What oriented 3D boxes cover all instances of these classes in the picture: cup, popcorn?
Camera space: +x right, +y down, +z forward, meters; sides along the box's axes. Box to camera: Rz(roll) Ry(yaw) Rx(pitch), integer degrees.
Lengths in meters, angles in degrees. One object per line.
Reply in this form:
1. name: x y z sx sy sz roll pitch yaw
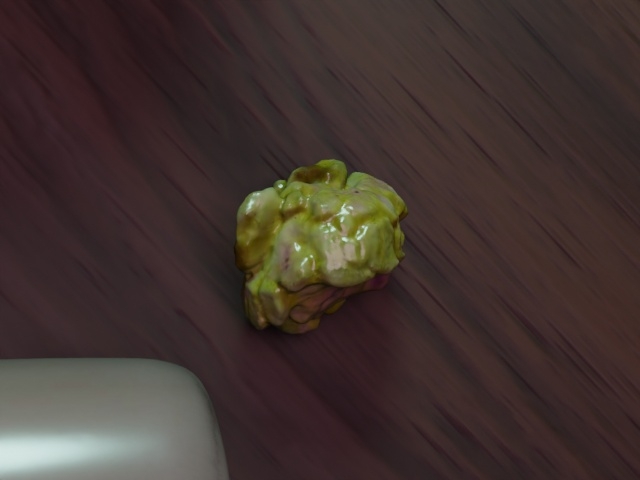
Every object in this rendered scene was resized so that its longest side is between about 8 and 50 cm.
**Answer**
1. cup: -0.153 0.182 0.778 0.200 0.191 0.252 -3 112 -15
2. popcorn: 0.002 0.000 0.869 0.109 0.097 0.089 -23 89 -28
